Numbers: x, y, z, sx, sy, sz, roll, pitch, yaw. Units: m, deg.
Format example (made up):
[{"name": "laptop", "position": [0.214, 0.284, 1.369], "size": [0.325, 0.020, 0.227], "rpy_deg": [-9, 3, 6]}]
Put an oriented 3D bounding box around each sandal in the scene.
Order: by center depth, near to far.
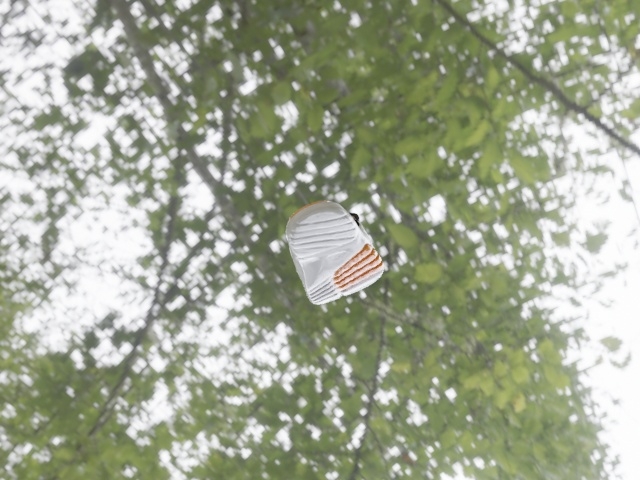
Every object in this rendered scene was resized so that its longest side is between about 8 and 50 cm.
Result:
[{"name": "sandal", "position": [0.010, -0.004, 1.331], "size": [0.102, 0.265, 0.076], "rpy_deg": [-22, -116, 0]}]
